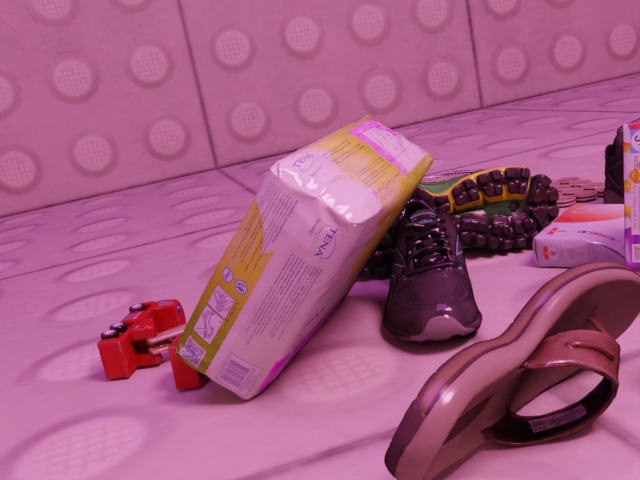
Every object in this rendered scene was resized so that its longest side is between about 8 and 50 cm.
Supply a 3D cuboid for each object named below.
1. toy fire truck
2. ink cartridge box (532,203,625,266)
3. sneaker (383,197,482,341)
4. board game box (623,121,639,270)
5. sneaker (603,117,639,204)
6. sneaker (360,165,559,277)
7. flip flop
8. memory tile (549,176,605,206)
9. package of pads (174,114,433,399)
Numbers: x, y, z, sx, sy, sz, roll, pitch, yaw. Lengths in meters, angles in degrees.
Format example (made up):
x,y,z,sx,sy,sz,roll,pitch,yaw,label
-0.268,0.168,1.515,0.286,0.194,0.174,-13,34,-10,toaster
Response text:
x,y,z,sx,sy,sz,roll,pitch,yaw,label
-0.169,0.109,0.821,0.135,0.047,0.192,-9,13,9,toy fire truck
0.364,-0.008,0.877,0.179,0.045,0.145,-3,16,39,ink cartridge box
0.110,0.028,0.806,0.101,0.106,0.267,-8,15,3,sneaker
0.433,-0.041,0.665,0.275,0.144,0.142,-2,-4,34,board game box
0.454,-0.094,0.974,0.087,0.130,0.227,-16,16,-10,sneaker
0.137,-0.027,1.013,0.344,0.134,0.146,-4,5,1,sneaker
0.157,0.098,0.514,0.277,0.112,0.080,-20,42,-42,flip flop
0.400,-0.079,1.200,0.113,0.012,0.148,-14,14,-10,memory tile
0.000,0.000,0.753,0.101,0.229,0.296,34,27,7,package of pads
